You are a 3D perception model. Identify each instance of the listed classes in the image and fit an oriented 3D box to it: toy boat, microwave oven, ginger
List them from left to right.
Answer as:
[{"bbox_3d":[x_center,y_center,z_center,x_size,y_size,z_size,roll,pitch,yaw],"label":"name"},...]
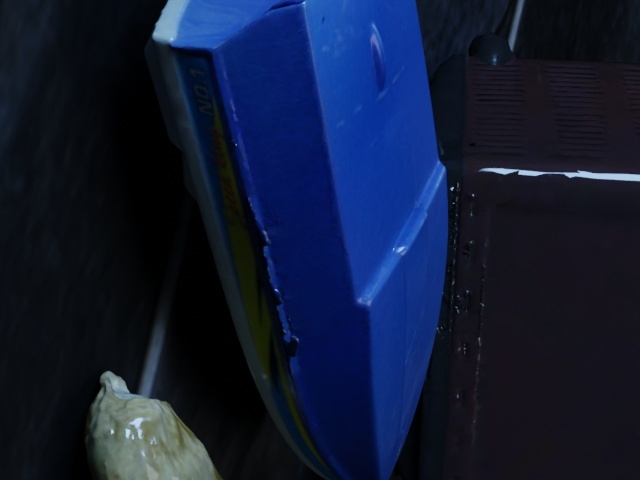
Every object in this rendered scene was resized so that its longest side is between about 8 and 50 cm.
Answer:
[{"bbox_3d":[-0.025,0.145,0.846,0.131,0.086,0.294,-64,149,-22],"label":"ginger"},{"bbox_3d":[0.000,0.000,0.797,0.129,0.088,0.295,-59,148,-41],"label":"toy boat"},{"bbox_3d":[0.126,0.041,0.970,0.178,0.188,0.247,-73,165,-66],"label":"microwave oven"}]
